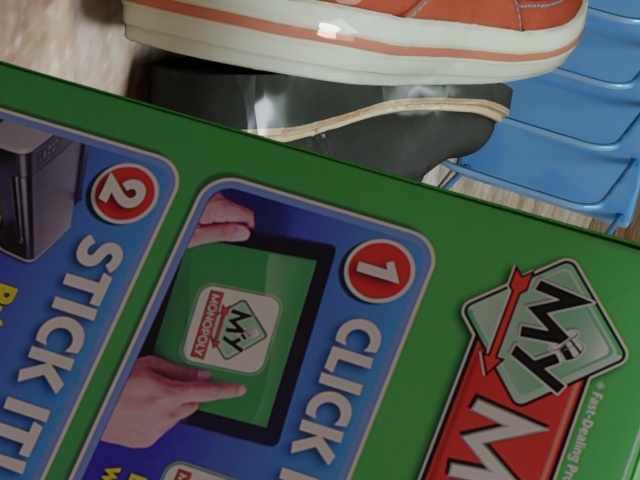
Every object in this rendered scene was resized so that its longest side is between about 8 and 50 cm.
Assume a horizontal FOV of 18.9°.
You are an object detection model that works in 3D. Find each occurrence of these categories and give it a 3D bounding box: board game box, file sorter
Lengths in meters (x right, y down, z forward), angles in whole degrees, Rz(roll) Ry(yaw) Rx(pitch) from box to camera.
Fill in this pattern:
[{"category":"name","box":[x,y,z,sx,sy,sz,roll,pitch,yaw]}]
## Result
[{"category":"board game box","box":[-0.086,0.117,0.306,0.046,0.213,0.317,80,31,-63]},{"category":"file sorter","box":[0.139,-0.085,1.164,0.104,0.118,0.170,-43,148,-57]}]

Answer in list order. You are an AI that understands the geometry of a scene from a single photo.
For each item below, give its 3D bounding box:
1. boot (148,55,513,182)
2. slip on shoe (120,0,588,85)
[{"category":"boot","box":[0.000,0.000,0.723,0.198,0.077,0.137,-7,104,-51]},{"category":"slip on shoe","box":[0.030,-0.117,0.704,0.331,0.123,0.101,-17,120,-68]}]
